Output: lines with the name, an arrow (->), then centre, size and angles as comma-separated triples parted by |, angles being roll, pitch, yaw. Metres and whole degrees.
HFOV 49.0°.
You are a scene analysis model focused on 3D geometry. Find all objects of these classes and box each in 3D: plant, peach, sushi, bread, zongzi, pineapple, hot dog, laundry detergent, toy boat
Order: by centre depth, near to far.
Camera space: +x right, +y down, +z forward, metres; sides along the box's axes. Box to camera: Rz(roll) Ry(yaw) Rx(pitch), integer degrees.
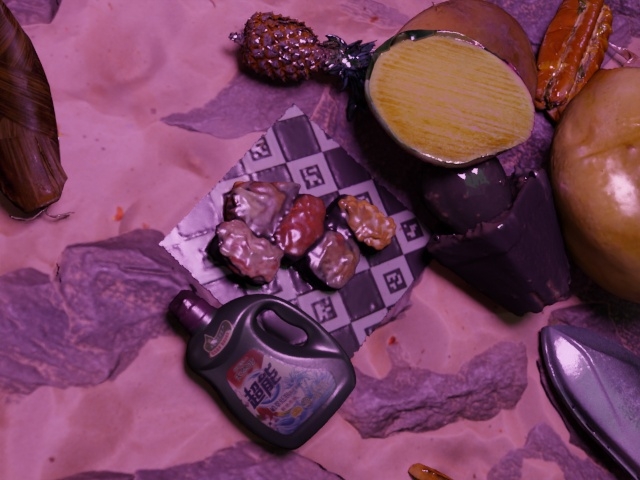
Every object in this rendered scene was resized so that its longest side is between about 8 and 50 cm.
zongzi -> -0.307, -0.125, 0.716 | 0.084, 0.184, 0.187 | -17, 84, -26
laundry detergent -> -0.073, 0.127, 0.810 | 0.222, 0.078, 0.144 | 44, 88, -6
sushi -> 0.000, 0.000, 0.893 | 0.292, 0.059, 0.294 | 44, 63, -9
bread -> 0.164, -0.183, 0.908 | 0.229, 0.033, 0.228 | 6, 60, -10
pineapple -> -0.015, -0.237, 0.931 | 0.222, 0.083, 0.103 | 12, 78, -21
plant -> 0.236, -0.021, 0.949 | 0.256, 0.142, 0.164 | 50, 54, -11
peach -> 0.470, -0.079, 0.983 | 0.314, 0.282, 0.315 | 23, 51, -53
toy boat -> 0.435, 0.238, 1.011 | 0.319, 0.092, 0.141 | 46, 64, 1
hot dog -> 0.413, -0.311, 1.150 | 0.115, 0.072, 0.268 | 26, 68, -8

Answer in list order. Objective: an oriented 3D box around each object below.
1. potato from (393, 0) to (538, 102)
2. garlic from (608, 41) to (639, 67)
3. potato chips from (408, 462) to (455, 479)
potato -> 0.226, -0.247, 1.031 | 0.299, 0.116, 0.239 | -39, 99, -25
garlic -> 0.538, -0.244, 1.182 | 0.129, 0.090, 0.198 | 8, 76, -6
potato chips -> 0.201, 0.344, 0.913 | 0.204, 0.026, 0.037 | 37, 79, -12
